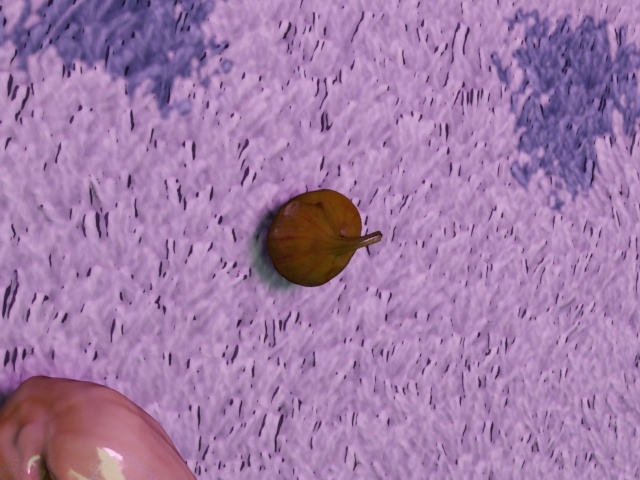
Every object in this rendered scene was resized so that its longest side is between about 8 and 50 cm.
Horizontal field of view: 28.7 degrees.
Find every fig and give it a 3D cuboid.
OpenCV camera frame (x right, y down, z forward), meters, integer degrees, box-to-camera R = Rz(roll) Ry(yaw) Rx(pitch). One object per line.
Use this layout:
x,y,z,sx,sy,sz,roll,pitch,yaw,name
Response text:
0.000,0.000,1.052,0.084,0.098,0.082,-8,99,-19,fig

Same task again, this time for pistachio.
-0.166,0.205,0.948,0.157,0.157,0.229,-44,119,-21,pistachio
